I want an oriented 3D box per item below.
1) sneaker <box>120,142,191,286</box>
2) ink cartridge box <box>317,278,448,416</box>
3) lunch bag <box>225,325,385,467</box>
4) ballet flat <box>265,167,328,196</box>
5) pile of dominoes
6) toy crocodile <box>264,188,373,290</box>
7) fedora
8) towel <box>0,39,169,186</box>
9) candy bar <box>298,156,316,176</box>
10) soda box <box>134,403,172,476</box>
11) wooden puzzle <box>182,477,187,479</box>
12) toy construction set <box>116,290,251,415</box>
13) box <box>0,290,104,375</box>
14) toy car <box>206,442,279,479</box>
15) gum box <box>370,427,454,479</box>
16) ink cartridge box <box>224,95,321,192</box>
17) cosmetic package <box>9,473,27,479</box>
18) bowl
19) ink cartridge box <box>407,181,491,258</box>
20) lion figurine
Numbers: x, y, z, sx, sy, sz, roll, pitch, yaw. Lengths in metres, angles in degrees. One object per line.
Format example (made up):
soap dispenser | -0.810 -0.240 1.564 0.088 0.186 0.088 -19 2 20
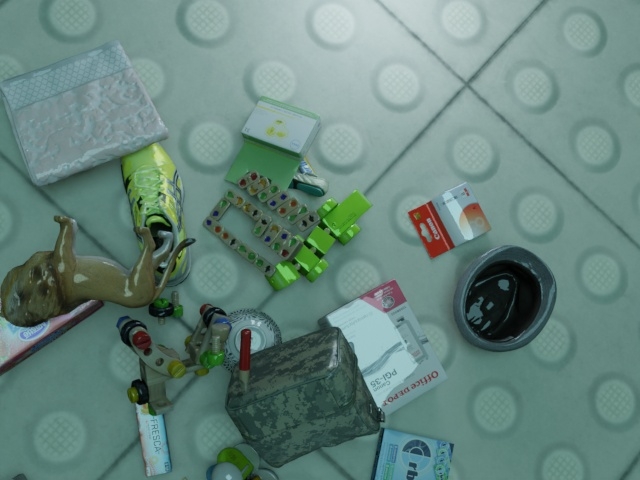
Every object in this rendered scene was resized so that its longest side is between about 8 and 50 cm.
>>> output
sneaker | -0.388 -0.086 1.857 0.145 0.147 0.384 -17 81 -11
ink cartridge box | 0.154 0.268 1.910 0.207 0.117 0.283 -28 86 -14
lunch bag | -0.036 0.375 1.763 0.305 0.212 0.256 -22 113 14
ballet flat | -0.059 -0.157 1.977 0.168 0.057 0.052 20 59 3
pile of dominoes | -0.149 -0.050 1.882 0.251 0.040 0.196 36 91 19
toy crocodile | 0.000 0.000 1.946 0.115 0.105 0.340 43 71 0
fedora | 0.457 0.152 1.983 0.244 0.124 0.275 32 84 -1
towel | -0.577 -0.313 1.868 0.332 0.053 0.317 -24 69 -13
candy bar | -0.040 -0.191 2.007 0.040 0.018 0.161 -30 86 -14
soda box | -0.390 0.451 1.806 0.063 0.058 0.183 -9 82 -12
wooden puzzle | -0.327 0.623 1.811 0.078 0.014 0.116 36 75 2
toy construction set | -0.294 0.282 1.730 0.309 0.257 0.237 11 106 30
box | -0.660 0.171 1.757 0.300 0.154 0.142 -35 88 -15
toy car | -0.193 0.572 1.793 0.136 0.159 0.182 -38 89 22
gum box | 0.225 0.559 1.911 0.184 0.041 0.157 14 78 -7
ink cartridge box | -0.123 -0.235 1.947 0.171 0.056 0.235 22 71 17
cosmetic package | -0.734 0.635 1.689 0.238 0.107 0.127 -32 87 -11
bowl | -0.173 0.244 1.873 0.170 0.080 0.170 2 79 -10
ink cartridge box | 0.341 -0.054 2.042 0.179 0.045 0.145 -25 85 -16
lion figurine | -0.474 0.079 1.664 0.392 0.142 0.240 7 88 -15
